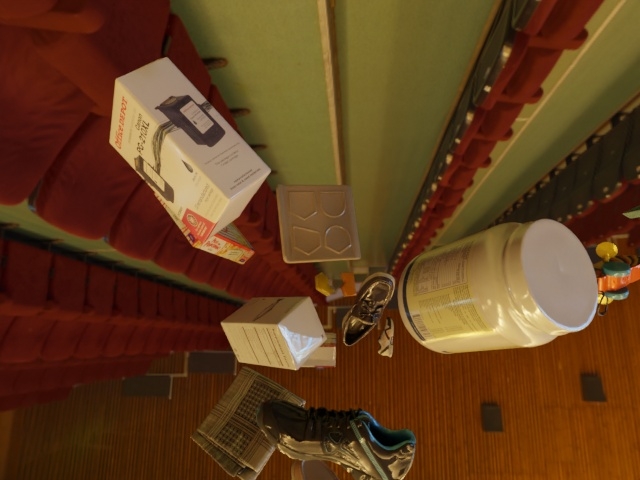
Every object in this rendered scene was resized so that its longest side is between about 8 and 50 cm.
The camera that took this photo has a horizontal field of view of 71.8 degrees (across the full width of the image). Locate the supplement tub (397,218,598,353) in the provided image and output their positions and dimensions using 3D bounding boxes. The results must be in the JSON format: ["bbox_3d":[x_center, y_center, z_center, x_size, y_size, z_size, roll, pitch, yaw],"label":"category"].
[{"bbox_3d":[0.337,0.100,0.890,0.235,0.235,0.325,7,161,-26],"label":"supplement tub"}]

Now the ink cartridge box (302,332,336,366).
[{"bbox_3d":[-0.008,0.286,1.162,0.099,0.056,0.135,0,-179,3],"label":"ink cartridge box"}]

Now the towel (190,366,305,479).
[{"bbox_3d":[-0.260,0.628,1.545,0.312,0.324,0.056,19,148,33],"label":"towel"}]

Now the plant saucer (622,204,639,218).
[{"bbox_3d":[0.622,-0.066,0.791,0.067,0.018,0.192,-26,172,8],"label":"plant saucer"}]

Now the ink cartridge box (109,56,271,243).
[{"bbox_3d":[-0.217,-0.137,0.710,0.100,0.237,0.172,-44,-178,-36],"label":"ink cartridge box"}]

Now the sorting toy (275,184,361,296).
[{"bbox_3d":[0.000,0.000,1.174,0.229,0.307,0.041,-1,166,-23],"label":"sorting toy"}]

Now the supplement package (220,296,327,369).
[{"bbox_3d":[-0.097,0.184,0.903,0.179,0.105,0.105,-8,-161,41],"label":"supplement package"}]

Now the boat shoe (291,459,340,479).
[{"bbox_3d":[0.051,0.654,1.051,0.121,0.341,0.110,-18,145,-35],"label":"boat shoe"}]

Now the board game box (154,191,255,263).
[{"bbox_3d":[-0.228,-0.032,0.898,0.045,0.147,0.193,-43,159,5],"label":"board game box"}]

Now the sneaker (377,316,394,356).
[{"bbox_3d":[0.181,0.266,1.227,0.044,0.109,0.040,5,163,8],"label":"sneaker"}]

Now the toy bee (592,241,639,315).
[{"bbox_3d":[0.823,0.098,1.310,0.298,0.195,0.162,2,-168,-36],"label":"toy bee"}]

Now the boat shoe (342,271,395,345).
[{"bbox_3d":[0.139,0.213,1.319,0.103,0.092,0.285,23,128,-8],"label":"boat shoe"}]

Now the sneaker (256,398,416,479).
[{"bbox_3d":[0.035,0.397,0.931,0.341,0.140,0.125,23,-162,-2],"label":"sneaker"}]
